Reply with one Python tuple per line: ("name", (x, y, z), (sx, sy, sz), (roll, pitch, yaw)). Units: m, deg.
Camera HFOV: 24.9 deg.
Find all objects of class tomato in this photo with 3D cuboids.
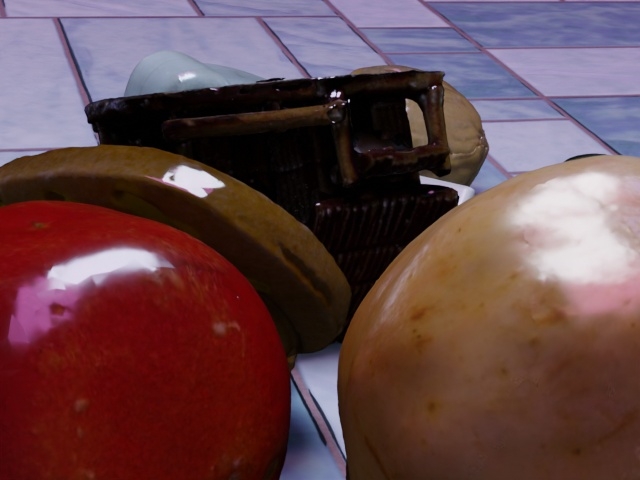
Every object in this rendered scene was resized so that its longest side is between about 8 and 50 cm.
("tomato", (-0.190, 0.123, 1.120), (0.325, 0.290, 0.293), (-14, 21, -31))

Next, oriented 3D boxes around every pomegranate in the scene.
("pomegranate", (0.213, 0.134, 1.037), (0.411, 0.411, 0.411), (3, 23, -1))

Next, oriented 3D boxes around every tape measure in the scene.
("tape measure", (-0.150, -0.088, 1.690), (0.246, 0.243, 0.125), (11, 17, -39))

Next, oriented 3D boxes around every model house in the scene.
("model house", (-0.047, -0.019, 1.490), (0.317, 0.282, 0.297), (-6, 3, -30))

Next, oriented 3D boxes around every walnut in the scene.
("walnut", (0.102, -0.133, 1.893), (0.245, 0.198, 0.198), (7, 23, -11))

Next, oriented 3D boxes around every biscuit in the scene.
("biscuit", (-0.152, 0.041, 1.353), (0.394, 0.350, 0.070), (-11, 46, 46))

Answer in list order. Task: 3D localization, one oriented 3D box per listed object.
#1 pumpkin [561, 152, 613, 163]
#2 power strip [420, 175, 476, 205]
("pumpkin", (0.352, -0.015, 1.709), (0.211, 0.152, 0.211), (18, 12, -4))
("power strip", (0.064, -0.047, 1.789), (0.338, 0.098, 0.058), (15, 61, 22))
